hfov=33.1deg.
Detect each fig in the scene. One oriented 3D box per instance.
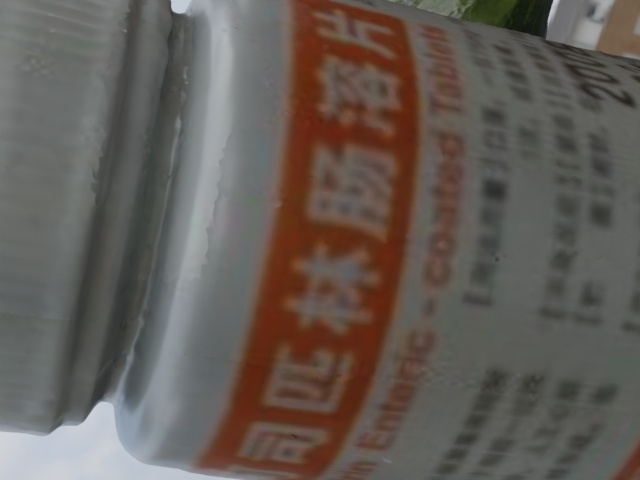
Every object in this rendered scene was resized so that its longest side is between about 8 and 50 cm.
[{"bbox_3d":[0.104,-0.146,0.731,0.156,0.123,0.123,-44,-9,23],"label":"fig"}]

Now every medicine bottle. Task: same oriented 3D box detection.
[{"bbox_3d":[0.000,0.000,0.464,0.211,0.371,0.211,-170,90,-75],"label":"medicine bottle"}]
